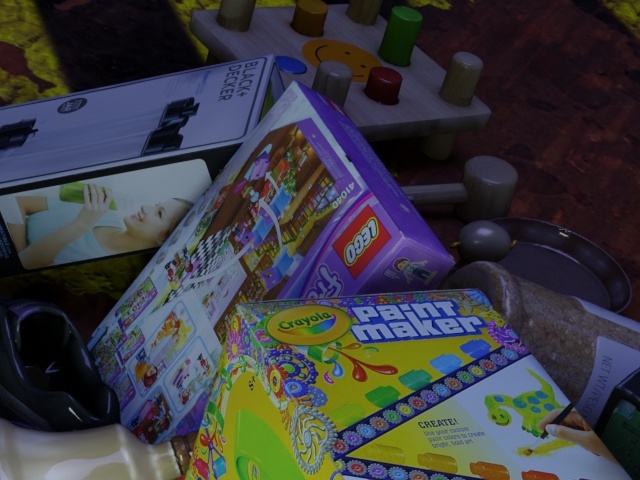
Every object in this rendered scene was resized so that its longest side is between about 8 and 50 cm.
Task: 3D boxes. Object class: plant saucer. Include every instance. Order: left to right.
[{"bbox_3d":[0.226,0.035,1.537,0.168,0.029,0.168,13,33,-8],"label":"plant saucer"}]

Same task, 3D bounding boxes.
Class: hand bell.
[{"bbox_3d":[-0.081,0.136,0.999,0.242,0.126,0.126,-18,41,-8],"label":"hand bell"}]

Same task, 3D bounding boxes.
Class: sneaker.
[{"bbox_3d":[-0.225,0.077,1.145,0.107,0.124,0.283,-11,42,-39],"label":"sneaker"}]

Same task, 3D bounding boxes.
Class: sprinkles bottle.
[{"bbox_3d":[0.251,0.126,1.242,0.355,0.121,0.121,21,28,-24],"label":"sprinkles bottle"}]

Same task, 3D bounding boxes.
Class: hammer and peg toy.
[{"bbox_3d":[0.046,-0.157,1.645,0.266,0.127,0.361,-8,40,-36],"label":"hammer and peg toy"}]

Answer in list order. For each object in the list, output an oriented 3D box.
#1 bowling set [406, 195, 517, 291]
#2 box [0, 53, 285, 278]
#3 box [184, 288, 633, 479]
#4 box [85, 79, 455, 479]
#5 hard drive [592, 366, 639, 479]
[{"bbox_3d":[0.000,0.000,1.349,0.287,0.154,0.200,0,38,-28],"label":"bowling set"},{"bbox_3d":[-0.172,-0.061,1.298,0.290,0.087,0.169,-9,30,13],"label":"box"},{"bbox_3d":[0.045,0.227,0.895,0.177,0.290,0.279,-2,36,-29],"label":"box"},{"bbox_3d":[-0.053,0.055,1.115,0.057,0.293,0.201,26,22,-39],"label":"box"},{"bbox_3d":[0.305,0.264,1.024,0.339,0.237,0.064,33,34,24],"label":"hard drive"}]
